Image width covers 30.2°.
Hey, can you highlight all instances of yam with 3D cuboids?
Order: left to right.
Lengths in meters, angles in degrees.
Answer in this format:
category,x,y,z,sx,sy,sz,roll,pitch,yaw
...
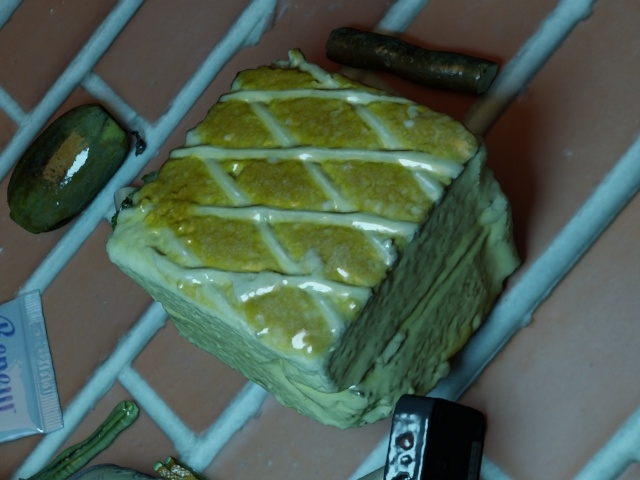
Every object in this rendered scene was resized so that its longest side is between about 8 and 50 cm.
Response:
category,x,y,z,sx,sy,sz,roll,pitch,yaw
yam,0.125,-0.251,1.669,0.253,0.061,0.061,18,85,29

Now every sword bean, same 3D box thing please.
category,x,y,z,sx,sy,sz,roll,pitch,yaw
sword bean,-0.375,0.326,1.775,0.269,0.038,0.043,-38,88,13

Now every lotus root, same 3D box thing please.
category,x,y,z,sx,sy,sz,roll,pitch,yaw
lotus root,-0.397,-0.112,1.857,0.241,0.123,0.124,-47,52,6

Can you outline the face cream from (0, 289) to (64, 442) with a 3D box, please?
category,x,y,z,sx,sy,sz,roll,pitch,yaw
face cream,-0.614,0.251,1.889,0.420,0.137,0.234,-19,66,9

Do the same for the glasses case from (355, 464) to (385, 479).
category,x,y,z,sx,sy,sz,roll,pitch,yaw
glasses case,0.028,0.374,1.540,0.194,0.070,0.102,-31,66,17

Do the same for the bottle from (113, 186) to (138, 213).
category,x,y,z,sx,sy,sz,roll,pitch,yaw
bottle,-0.291,-0.032,1.825,0.045,0.045,0.096,-17,72,22

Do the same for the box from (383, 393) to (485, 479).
category,x,y,z,sx,sy,sz,roll,pitch,yaw
box,0.122,0.365,1.415,0.058,0.211,0.350,5,80,26

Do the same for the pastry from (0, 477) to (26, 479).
category,x,y,z,sx,sy,sz,roll,pitch,yaw
pastry,-0.477,0.464,1.718,0.275,0.193,0.274,0,79,0

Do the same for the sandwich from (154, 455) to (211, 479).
category,x,y,z,sx,sy,sz,roll,pitch,yaw
sandwich,-0.169,0.345,1.647,0.135,0.067,0.029,30,87,35

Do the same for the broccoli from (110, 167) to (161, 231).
category,x,y,z,sx,sy,sz,roll,pitch,yaw
broccoli,-0.229,-0.043,1.754,0.146,0.137,0.162,33,55,25

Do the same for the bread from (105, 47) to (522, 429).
category,x,y,z,sx,sy,sz,roll,pitch,yaw
bread,0.000,0.000,1.498,0.390,0.279,0.371,26,67,31

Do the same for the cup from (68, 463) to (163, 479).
category,x,y,z,sx,sy,sz,roll,pitch,yaw
cup,-0.246,0.455,1.605,0.257,0.227,0.301,30,121,45
